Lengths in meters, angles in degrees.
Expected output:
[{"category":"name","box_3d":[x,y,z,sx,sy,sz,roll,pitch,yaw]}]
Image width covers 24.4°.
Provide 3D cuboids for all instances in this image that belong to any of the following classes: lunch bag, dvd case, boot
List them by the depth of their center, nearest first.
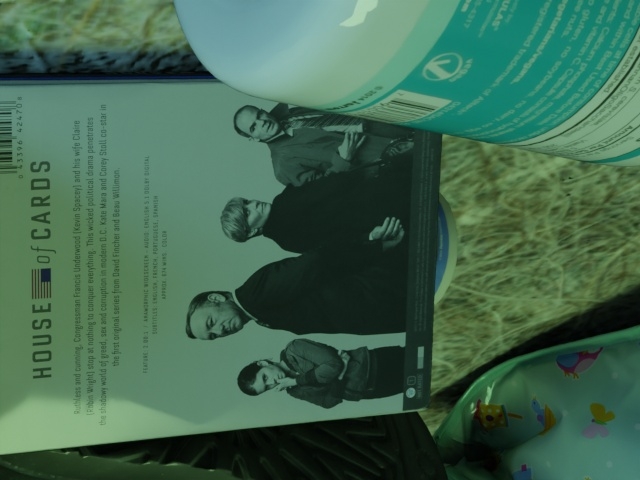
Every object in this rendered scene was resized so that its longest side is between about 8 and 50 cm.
[{"category":"dvd case","box_3d":[-0.053,0.007,0.721,0.239,0.179,0.029,-3,-167,-22]},{"category":"boot","box_3d":[-0.184,0.218,1.026,0.367,0.146,0.445,20,132,-33]},{"category":"lunch bag","box_3d":[0.243,0.159,1.134,0.262,0.160,0.223,-22,156,35]}]

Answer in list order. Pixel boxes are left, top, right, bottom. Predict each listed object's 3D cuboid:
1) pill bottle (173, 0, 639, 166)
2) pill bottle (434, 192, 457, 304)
[{"category":"pill bottle","box_3d":[0.084,-0.109,0.585,0.264,0.146,0.146,7,144,-36]},{"category":"pill bottle","box_3d":[0.000,0.000,0.807,0.137,0.078,0.078,6,145,-33]}]
